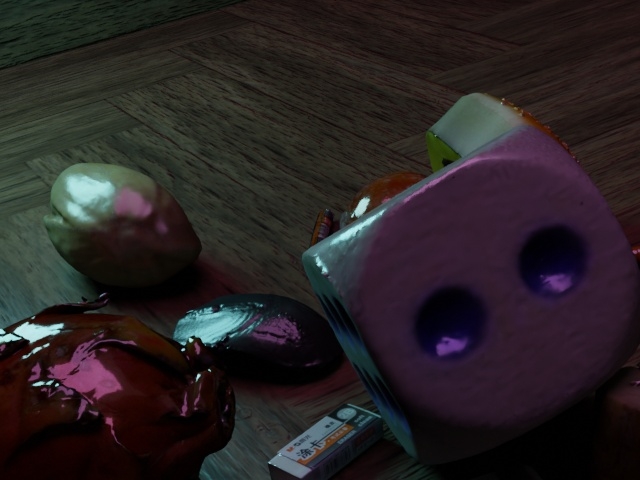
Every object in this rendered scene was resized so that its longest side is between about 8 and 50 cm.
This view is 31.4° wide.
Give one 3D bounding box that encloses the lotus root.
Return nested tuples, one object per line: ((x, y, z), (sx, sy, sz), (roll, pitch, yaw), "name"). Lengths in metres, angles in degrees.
((0.357, 0.171, 1.007), (0.234, 0.119, 0.138), (-11, 19, -5), "lotus root")

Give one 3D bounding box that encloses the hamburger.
((0.244, -0.073, 1.442), (0.151, 0.227, 0.295), (-24, 29, -2), "hamburger")

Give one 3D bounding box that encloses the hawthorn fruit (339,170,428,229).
((0.112, -0.003, 1.413), (0.172, 0.173, 0.173), (-8, 25, 4), "hawthorn fruit")

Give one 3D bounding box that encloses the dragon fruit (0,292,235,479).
((-0.232, 0.177, 1.094), (0.315, 0.250, 0.250), (-25, 25, 3), "dragon fruit")

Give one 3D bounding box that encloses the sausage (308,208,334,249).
((0.000, 0.000, 1.613), (0.028, 0.025, 0.198), (19, 27, -4), "sausage")

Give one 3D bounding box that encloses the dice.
((0.141, 0.051, 1.087), (0.251, 0.243, 0.259), (-31, 4, -6), "dice")

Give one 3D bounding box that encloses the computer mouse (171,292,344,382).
((-0.077, 0.108, 1.355), (0.217, 0.074, 0.122), (4, 29, 30), "computer mouse")

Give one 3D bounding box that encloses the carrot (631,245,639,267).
((0.416, 0.015, 1.417), (0.190, 0.037, 0.037), (-12, 25, -2), "carrot")

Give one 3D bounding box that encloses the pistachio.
((-0.284, -0.023, 1.610), (0.181, 0.162, 0.293), (4, 10, -44), "pistachio")

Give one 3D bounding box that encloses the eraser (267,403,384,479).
((0.007, 0.211, 1.156), (0.052, 0.029, 0.122), (15, 34, 43), "eraser")

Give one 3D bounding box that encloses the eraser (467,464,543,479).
((0.156, 0.243, 1.038), (0.105, 0.026, 0.065), (-15, 23, -10), "eraser")
